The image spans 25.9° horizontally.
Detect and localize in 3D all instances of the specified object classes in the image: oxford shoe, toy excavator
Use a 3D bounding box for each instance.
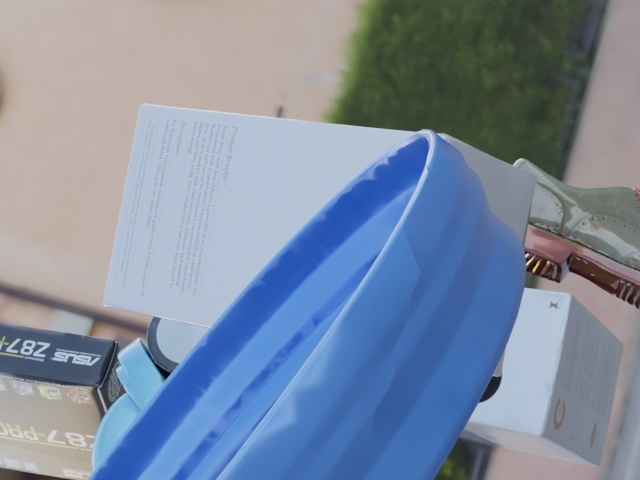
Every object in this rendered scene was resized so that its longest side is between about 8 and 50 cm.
[{"bbox_3d":[0.359,0.003,1.571,0.123,0.348,0.130,91,-160,-77],"label":"oxford shoe"},{"bbox_3d":[-0.201,0.363,1.835,0.445,0.433,0.222,-38,-18,-1],"label":"toy excavator"}]

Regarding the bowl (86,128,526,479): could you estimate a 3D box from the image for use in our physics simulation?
[{"bbox_3d":[-0.043,0.116,0.702,0.391,0.077,0.391,-49,7,8],"label":"bowl"}]

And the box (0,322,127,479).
[{"bbox_3d":[-0.484,0.246,2.170,0.318,0.395,0.097,85,-164,-53],"label":"box"}]

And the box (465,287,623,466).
[{"bbox_3d":[0.335,0.212,2.164,0.345,0.168,0.215,35,-114,-61],"label":"box"}]

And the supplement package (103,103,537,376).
[{"bbox_3d":[0.000,0.000,1.145,0.175,0.293,0.177,14,-94,-58],"label":"supplement package"}]

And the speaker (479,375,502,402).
[{"bbox_3d":[0.113,0.120,1.249,0.136,0.055,0.055,157,130,-72],"label":"speaker"}]
